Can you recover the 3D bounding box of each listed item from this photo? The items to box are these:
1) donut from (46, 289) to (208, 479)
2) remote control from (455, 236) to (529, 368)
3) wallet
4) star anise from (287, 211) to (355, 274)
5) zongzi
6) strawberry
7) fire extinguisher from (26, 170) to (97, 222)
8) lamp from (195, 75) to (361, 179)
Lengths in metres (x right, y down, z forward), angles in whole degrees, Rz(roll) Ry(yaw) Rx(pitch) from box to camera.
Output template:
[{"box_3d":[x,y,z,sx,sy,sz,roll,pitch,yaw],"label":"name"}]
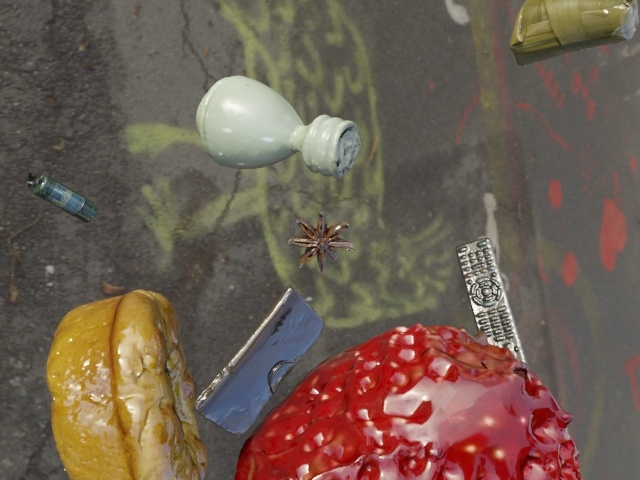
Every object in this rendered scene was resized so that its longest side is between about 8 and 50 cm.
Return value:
[{"box_3d":[-0.250,0.229,0.911,0.299,0.150,0.317,87,-8,-82],"label":"donut"},{"box_3d":[0.269,0.110,1.051,0.025,0.063,0.245,48,30,-61],"label":"remote control"},{"box_3d":[-0.116,0.250,1.371,0.309,0.042,0.165,-51,134,-12],"label":"wallet"},{"box_3d":[-0.001,-0.002,1.348,0.141,0.141,0.042,61,8,-29],"label":"star anise"},{"box_3d":[0.492,-0.456,1.270,0.115,0.228,0.256,51,51,-37],"label":"zongzi"},{"box_3d":[0.078,0.245,0.716,0.345,0.318,0.295,-15,121,-36],"label":"strawberry"},{"box_3d":[-0.283,-0.048,0.717,0.083,0.038,0.025,37,51,-42],"label":"fire extinguisher"},{"box_3d":[-0.051,-0.121,0.743,0.106,0.193,0.106,-47,146,-47],"label":"lamp"}]
